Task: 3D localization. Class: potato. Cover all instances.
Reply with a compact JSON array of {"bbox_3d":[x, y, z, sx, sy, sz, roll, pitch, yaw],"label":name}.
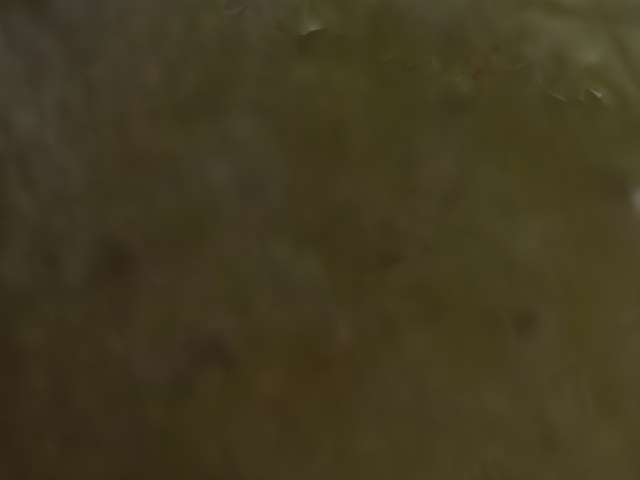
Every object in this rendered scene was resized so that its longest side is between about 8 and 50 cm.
[{"bbox_3d":[0.000,0.000,0.493,0.385,0.442,0.319,31,-38,51],"label":"potato"}]
